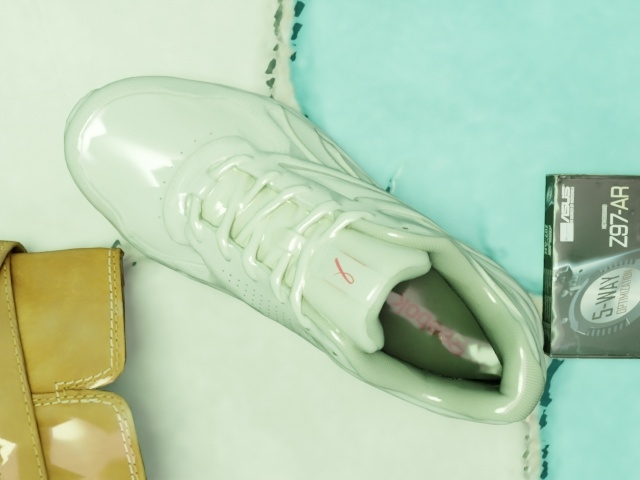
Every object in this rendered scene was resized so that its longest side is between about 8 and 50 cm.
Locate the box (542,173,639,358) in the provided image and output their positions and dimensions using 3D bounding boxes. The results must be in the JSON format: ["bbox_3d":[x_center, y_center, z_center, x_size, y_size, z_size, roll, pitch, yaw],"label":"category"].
[{"bbox_3d":[0.135,0.011,0.541,0.067,0.018,0.083,1,93,-3],"label":"box"}]

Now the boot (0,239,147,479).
[{"bbox_3d":[-0.176,0.134,0.485,0.220,0.109,0.283,-3,75,-11],"label":"boot"}]

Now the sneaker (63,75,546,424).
[{"bbox_3d":[0.000,0.000,0.485,0.232,0.115,0.090,28,91,-4],"label":"sneaker"}]
